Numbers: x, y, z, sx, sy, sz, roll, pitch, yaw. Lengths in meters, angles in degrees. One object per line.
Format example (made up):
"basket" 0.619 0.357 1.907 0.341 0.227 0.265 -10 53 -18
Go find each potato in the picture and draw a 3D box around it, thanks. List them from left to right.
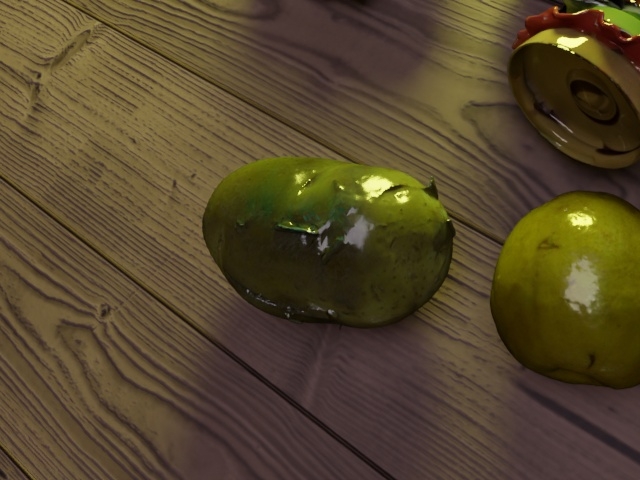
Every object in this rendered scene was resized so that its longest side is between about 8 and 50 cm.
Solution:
"potato" 0.000 0.000 0.641 0.248 0.143 0.169 14 70 23

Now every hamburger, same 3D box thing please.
"hamburger" 0.263 -0.158 0.589 0.137 0.175 0.175 -43 65 -11

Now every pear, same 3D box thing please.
"pear" 0.214 0.040 0.552 0.149 0.149 0.162 -2 69 19
